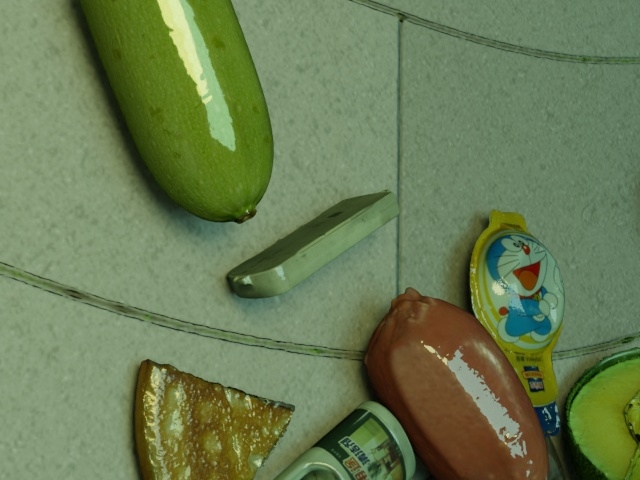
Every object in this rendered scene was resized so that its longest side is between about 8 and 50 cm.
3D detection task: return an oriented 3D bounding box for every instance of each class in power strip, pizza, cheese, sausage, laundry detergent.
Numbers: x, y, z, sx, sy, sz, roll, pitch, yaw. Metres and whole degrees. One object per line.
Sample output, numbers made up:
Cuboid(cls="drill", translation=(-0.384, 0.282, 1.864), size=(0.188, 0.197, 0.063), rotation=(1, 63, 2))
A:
Cuboid(cls="power strip", translation=(0.000, 0.000, 1.074), size=(0.227, 0.080, 0.029), rotation=(-33, 108, -38))
Cuboid(cls="pizza", translation=(-0.100, 0.176, 0.994), size=(0.176, 0.036, 0.185), rotation=(-31, 102, -41))
Cuboid(cls="cheese", translation=(0.239, 0.096, 1.259), size=(0.176, 0.069, 0.271), rotation=(7, 73, -41))
Cuboid(cls="sausage", translation=(0.142, 0.168, 1.121), size=(0.148, 0.148, 0.254), rotation=(-37, 99, -37))
Cuboid(cls="laundry detergent", translation=(-0.002, 0.256, 1.043), size=(0.225, 0.070, 0.099), rotation=(-33, 113, -37))

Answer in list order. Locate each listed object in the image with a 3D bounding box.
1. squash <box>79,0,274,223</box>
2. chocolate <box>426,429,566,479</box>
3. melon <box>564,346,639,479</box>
Cuboid(cls="squash", translation=(-0.120, -0.131, 0.962), size=(0.132, 0.132, 0.247), rotation=(-25, 101, -40))
Cuboid(cls="chocolate", translation=(0.207, 0.310, 1.204), size=(0.254, 0.080, 0.157), rotation=(-32, 104, -39))
Cuboid(cls="melon", translation=(0.385, 0.258, 1.348), size=(0.265, 0.129, 0.169), rotation=(-42, 133, -40))
